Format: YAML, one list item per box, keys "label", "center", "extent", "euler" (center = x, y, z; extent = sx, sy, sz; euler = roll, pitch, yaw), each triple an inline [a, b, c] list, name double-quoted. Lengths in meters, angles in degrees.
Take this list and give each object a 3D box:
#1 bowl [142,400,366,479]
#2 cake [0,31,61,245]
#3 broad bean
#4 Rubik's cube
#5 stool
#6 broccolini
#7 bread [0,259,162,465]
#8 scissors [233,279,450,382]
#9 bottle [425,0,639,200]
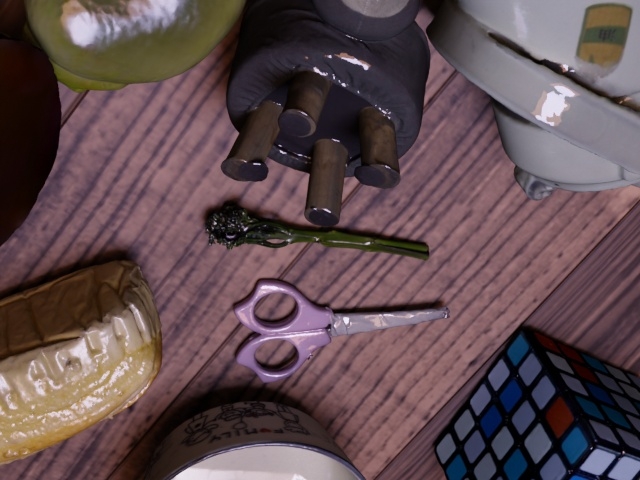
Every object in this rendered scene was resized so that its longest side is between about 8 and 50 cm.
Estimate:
- label: "bowl"
  center: [-0.073, 0.251, 0.995]
  extent: [0.237, 0.126, 0.238]
  euler: [-6, 119, -11]
- label: "cake"
  center: [-0.308, -0.089, 0.729]
  extent: [0.178, 0.185, 0.208]
  euler: [30, 140, 16]
- label: "broad bean"
  center: [-0.140, -0.176, 0.766]
  extent: [0.174, 0.082, 0.124]
  euler: [-16, 124, -5]
- label: "Rubik's cube"
  center: [0.254, 0.230, 1.033]
  extent: [0.182, 0.187, 0.184]
  euler: [22, 114, -25]
- label: "stool"
  center: [-0.001, -0.118, 0.764]
  extent: [0.153, 0.139, 0.228]
  euler: [4, 147, 12]
- label: "broccolini"
  center: [0.000, 0.001, 0.933]
  extent: [0.218, 0.044, 0.042]
  euler: [9, 101, -24]
- label: "bread"
  center: [-0.245, 0.113, 0.868]
  extent: [0.236, 0.140, 0.106]
  euler: [-22, 118, -1]
- label: "scissors"
  center: [0.022, 0.080, 0.985]
  extent: [0.212, 0.021, 0.110]
  euler: [-6, 117, -10]
- label: "bottle"
  center: [0.193, -0.185, 0.779]
  extent: [0.229, 0.229, 0.352]
  euler: [-18, 125, -4]
